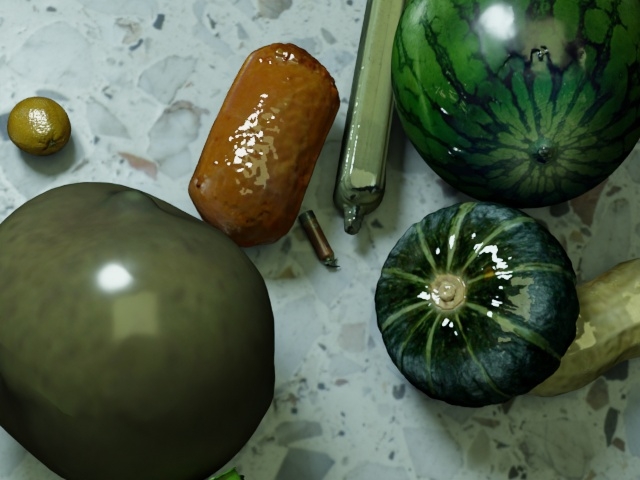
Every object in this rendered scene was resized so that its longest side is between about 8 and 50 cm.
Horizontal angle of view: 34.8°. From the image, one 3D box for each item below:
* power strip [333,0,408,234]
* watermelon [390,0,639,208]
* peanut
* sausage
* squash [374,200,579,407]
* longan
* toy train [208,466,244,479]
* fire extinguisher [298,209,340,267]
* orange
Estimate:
[{"bbox_3d":[0.073,-0.190,1.374,0.066,0.092,0.387,11,72,-3],"label":"power strip"},{"bbox_3d":[0.251,-0.215,1.279,0.363,0.363,0.363,3,73,-9],"label":"watermelon"},{"bbox_3d":[0.361,0.108,1.317,0.290,0.130,0.130,-23,78,-8],"label":"peanut"},{"bbox_3d":[-0.071,-0.120,1.297,0.141,0.153,0.268,23,72,-8],"label":"sausage"},{"bbox_3d":[0.188,0.076,1.238,0.252,0.165,0.252,-11,69,30],"label":"squash"},{"bbox_3d":[-0.215,0.097,1.107,0.361,0.361,0.361,3,73,-9],"label":"longan"},{"bbox_3d":[-0.165,0.362,1.065,0.249,0.307,0.173,-25,78,-24],"label":"toy train"},{"bbox_3d":[0.000,0.000,1.343,0.028,0.022,0.083,-17,75,-45],"label":"fire extinguisher"},{"bbox_3d":[-0.357,-0.144,1.298,0.085,0.085,0.085,3,73,-9],"label":"orange"}]
